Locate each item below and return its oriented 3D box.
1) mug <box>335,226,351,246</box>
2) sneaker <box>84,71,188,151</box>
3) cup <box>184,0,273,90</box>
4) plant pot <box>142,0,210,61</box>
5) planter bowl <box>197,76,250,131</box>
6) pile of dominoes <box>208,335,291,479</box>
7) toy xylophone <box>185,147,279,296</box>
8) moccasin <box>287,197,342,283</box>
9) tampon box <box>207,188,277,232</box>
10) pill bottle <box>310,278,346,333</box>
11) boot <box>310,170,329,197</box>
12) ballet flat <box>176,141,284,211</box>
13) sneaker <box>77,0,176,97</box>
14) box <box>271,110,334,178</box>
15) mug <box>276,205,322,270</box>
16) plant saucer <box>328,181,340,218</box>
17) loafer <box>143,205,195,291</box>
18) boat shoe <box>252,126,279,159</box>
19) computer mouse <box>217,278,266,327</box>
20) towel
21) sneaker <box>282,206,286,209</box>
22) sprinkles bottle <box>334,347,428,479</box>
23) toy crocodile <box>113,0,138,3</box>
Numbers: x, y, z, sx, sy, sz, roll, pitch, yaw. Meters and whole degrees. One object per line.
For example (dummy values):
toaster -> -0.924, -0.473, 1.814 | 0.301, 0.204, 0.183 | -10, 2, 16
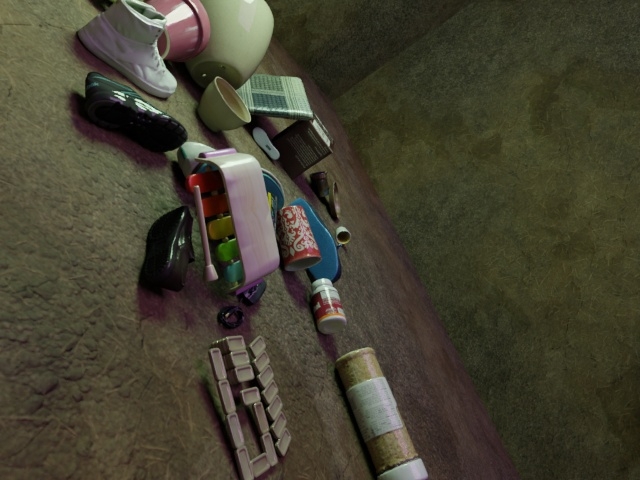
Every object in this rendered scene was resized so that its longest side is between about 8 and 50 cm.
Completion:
mug -> 0.089, -0.020, 2.091 | 0.062, 0.078, 0.064 | 17, 22, -16
sneaker -> -0.398, -0.283, 1.093 | 0.267, 0.101, 0.106 | 25, 35, -62
cup -> -0.325, -0.629, 1.615 | 0.331, 0.331, 0.236 | 31, 56, -56
plant pot -> -0.437, -0.591, 1.388 | 0.201, 0.201, 0.180 | 52, 33, -20
planter bowl -> -0.308, -0.404, 1.530 | 0.162, 0.109, 0.162 | 50, 19, -25
pile of dominoes -> -0.140, 0.307, 0.942 | 0.196, 0.040, 0.251 | 17, 52, -66
toy xylophone -> -0.189, -0.038, 1.043 | 0.236, 0.081, 0.322 | -12, 98, -55
moccasin -> 0.000, 0.000, 1.655 | 0.117, 0.138, 0.341 | 41, 25, -55
tampon box -> -0.190, -0.068, 1.226 | 0.161, 0.102, 0.120 | 16, 75, -66
pill bottle -> 0.019, 0.191, 1.458 | 0.086, 0.086, 0.151 | 41, 24, -44
boot -> -0.001, -0.256, 2.240 | 0.219, 0.082, 0.106 | -70, 151, -79
ballet flat -> -0.234, -0.172, 1.344 | 0.400, 0.139, 0.139 | 22, 39, -61
sneaker -> -0.424, -0.478, 1.238 | 0.108, 0.169, 0.293 | 63, 16, 21
box -> -0.073, -0.388, 1.996 | 0.168, 0.203, 0.167 | 53, 18, -19
mug -> -0.072, -0.002, 1.476 | 0.150, 0.113, 0.169 | 76, -3, -73
plant saucer -> 0.062, -0.179, 2.219 | 0.168, 0.029, 0.168 | -6, 90, -79
loafer -> -0.284, 0.017, 0.955 | 0.220, 0.080, 0.078 | -92, 156, -49
boat shoe -> -0.207, -0.363, 1.861 | 0.142, 0.049, 0.040 | 53, -1, -21
computer mouse -> -0.170, 0.128, 1.120 | 0.071, 0.041, 0.242 | 56, 18, -12
towel -> -0.201, -0.557, 1.915 | 0.324, 0.313, 0.056 | -103, -160, -47
sneaker -> -0.103, -0.073, 1.558 | 0.212, 0.094, 0.080 | 54, 19, -11
sprinkles bottle -> 0.152, 0.465, 1.300 | 0.121, 0.121, 0.355 | 30, 32, -57
toy crocodile -> -0.572, -0.744, 1.412 | 0.340, 0.105, 0.115 | -104, -163, -47
